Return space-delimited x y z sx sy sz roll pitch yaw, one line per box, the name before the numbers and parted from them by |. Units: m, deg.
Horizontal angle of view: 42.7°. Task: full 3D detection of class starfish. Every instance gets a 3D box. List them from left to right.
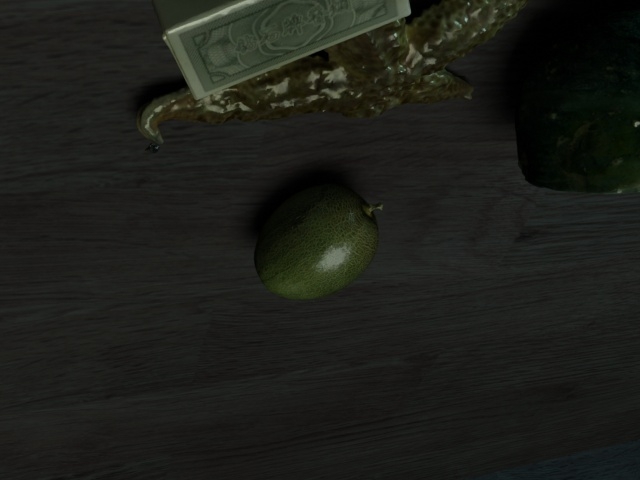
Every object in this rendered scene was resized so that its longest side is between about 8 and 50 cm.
starfish | 0.040 -0.223 0.849 0.432 0.082 0.324 -3 144 -22

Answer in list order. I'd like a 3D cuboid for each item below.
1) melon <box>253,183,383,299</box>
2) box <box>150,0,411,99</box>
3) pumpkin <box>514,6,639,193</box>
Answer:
melon | 0.000 0.000 1.063 0.192 0.139 0.139 -33 144 22
box | -0.058 -0.239 0.611 0.164 0.256 0.069 -22 146 -1
pumpkin | 0.380 -0.175 0.968 0.293 0.263 0.196 -8 102 -10
